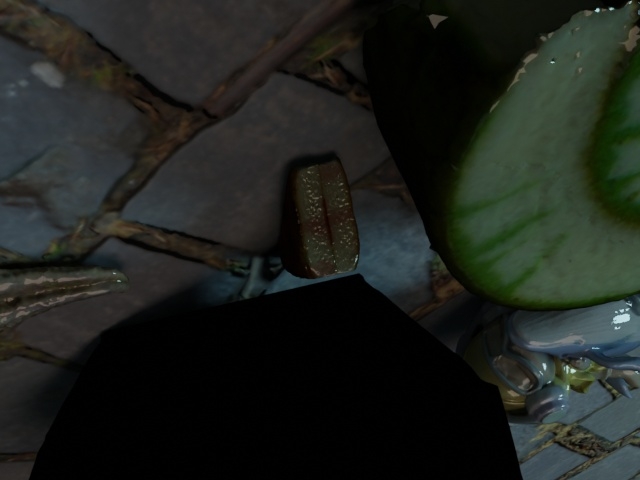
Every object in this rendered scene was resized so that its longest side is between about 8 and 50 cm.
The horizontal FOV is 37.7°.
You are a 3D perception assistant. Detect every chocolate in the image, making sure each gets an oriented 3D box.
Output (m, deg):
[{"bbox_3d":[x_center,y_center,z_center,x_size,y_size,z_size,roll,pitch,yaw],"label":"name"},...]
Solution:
[{"bbox_3d":[0.017,0.238,0.746,0.384,0.383,0.331,-33,160,15],"label":"chocolate"}]

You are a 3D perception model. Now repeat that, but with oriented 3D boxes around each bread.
[{"bbox_3d":[0.000,0.000,0.629,0.043,0.062,0.109,-13,148,-16],"label":"bread"},{"bbox_3d":[0.209,-0.109,0.542,0.382,0.129,0.366,-1,141,-27],"label":"bread"}]

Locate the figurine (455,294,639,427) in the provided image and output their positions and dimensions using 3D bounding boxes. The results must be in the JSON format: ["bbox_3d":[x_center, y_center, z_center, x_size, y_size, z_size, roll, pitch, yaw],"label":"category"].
[{"bbox_3d":[0.214,0.094,0.825,0.184,0.128,0.208,-35,148,21],"label":"figurine"}]

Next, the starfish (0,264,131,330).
[{"bbox_3d":[-0.320,0.063,0.478,0.384,0.132,0.398,-31,131,-2],"label":"starfish"}]
